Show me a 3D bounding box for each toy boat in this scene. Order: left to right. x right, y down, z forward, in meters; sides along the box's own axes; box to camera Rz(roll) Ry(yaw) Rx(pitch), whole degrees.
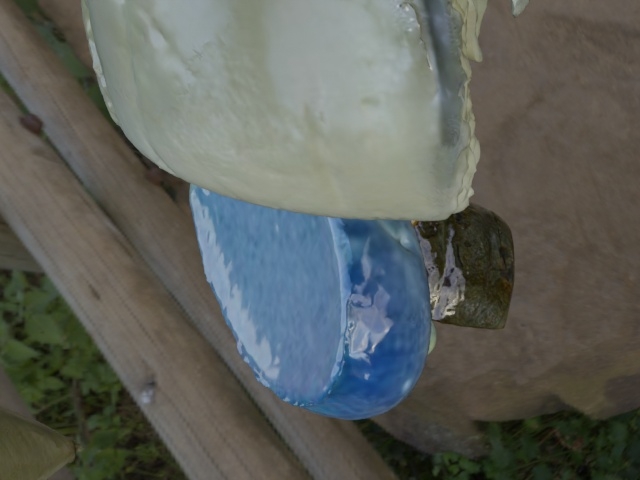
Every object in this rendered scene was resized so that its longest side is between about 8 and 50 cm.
[{"bbox_3d":[0.000,0.000,0.819,0.330,0.123,0.215,58,134,40],"label":"toy boat"}]

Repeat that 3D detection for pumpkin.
[{"bbox_3d":[0.117,0.012,1.029,0.131,0.248,0.126,5,94,-17],"label":"pumpkin"}]

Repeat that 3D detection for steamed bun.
[{"bbox_3d":[-0.009,-0.153,0.508,0.273,0.272,0.290,-8,115,6],"label":"steamed bun"}]

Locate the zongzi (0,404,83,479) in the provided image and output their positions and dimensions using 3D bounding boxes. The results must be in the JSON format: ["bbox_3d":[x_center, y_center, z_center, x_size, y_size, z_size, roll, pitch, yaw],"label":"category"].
[{"bbox_3d":[-0.190,0.050,0.316,0.289,0.317,0.154,-40,64,49],"label":"zongzi"}]
